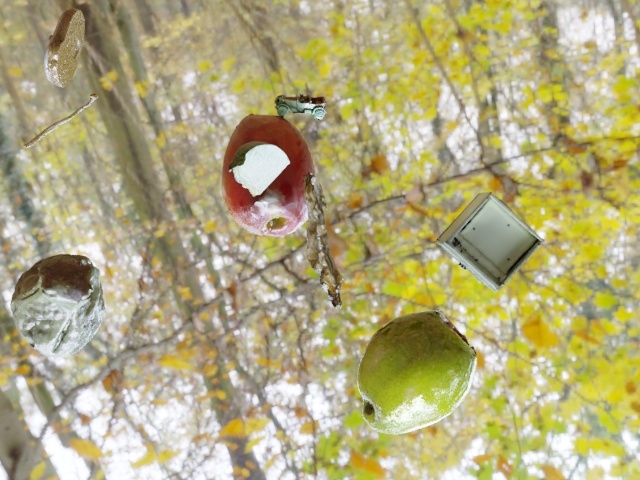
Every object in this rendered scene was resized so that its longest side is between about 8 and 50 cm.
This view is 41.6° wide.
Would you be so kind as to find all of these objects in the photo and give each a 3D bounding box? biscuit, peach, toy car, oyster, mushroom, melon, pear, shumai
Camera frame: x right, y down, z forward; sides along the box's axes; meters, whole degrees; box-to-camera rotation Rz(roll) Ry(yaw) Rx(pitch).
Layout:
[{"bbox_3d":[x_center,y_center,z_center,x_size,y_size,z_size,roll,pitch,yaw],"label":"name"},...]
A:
[{"bbox_3d":[-0.656,-0.493,2.153,0.049,0.181,0.208,13,-112,-4],"label":"biscuit"},{"bbox_3d":[-0.145,-0.187,2.296,0.280,0.281,0.339,-14,-115,4],"label":"peach"},{"bbox_3d":[-0.055,-0.372,2.320,0.143,0.054,0.073,4,-145,-11],"label":"toy car"},{"bbox_3d":[0.000,0.000,2.039,0.078,0.345,0.129,-10,169,-1],"label":"oyster"},{"bbox_3d":[-0.671,-0.310,2.190,0.025,0.028,0.286,15,-136,24],"label":"mushroom"},{"bbox_3d":[-0.132,-0.141,1.611,0.053,0.114,0.261,30,-173,12],"label":"melon"},{"bbox_3d":[0.153,0.226,1.424,0.219,0.187,0.187,-41,-155,6],"label":"pear"},{"bbox_3d":[-0.635,0.155,2.000,0.225,0.261,0.222,16,-178,-2],"label":"shumai"}]

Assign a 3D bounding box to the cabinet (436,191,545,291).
[{"bbox_3d":[0.343,0.002,1.738,0.150,0.145,0.206,-48,178,5],"label":"cabinet"}]
